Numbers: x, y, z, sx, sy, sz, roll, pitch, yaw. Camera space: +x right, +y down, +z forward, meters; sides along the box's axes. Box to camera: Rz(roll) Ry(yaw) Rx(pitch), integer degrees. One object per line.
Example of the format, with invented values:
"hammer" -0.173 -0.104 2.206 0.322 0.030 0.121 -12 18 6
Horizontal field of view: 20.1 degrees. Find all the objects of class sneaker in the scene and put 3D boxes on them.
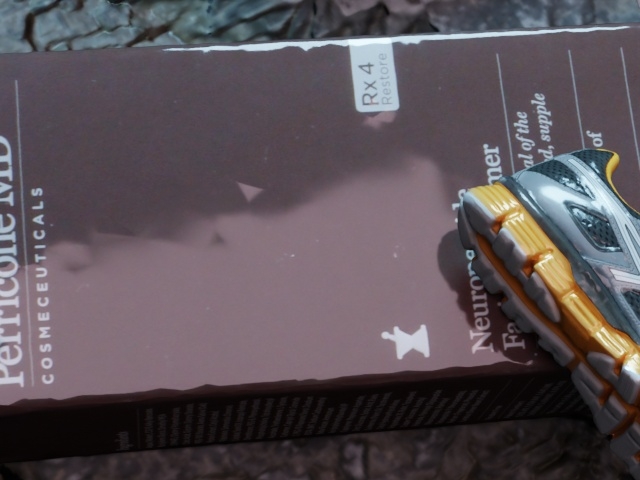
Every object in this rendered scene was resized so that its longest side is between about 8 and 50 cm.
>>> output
"sneaker" 0.157 0.044 0.845 0.083 0.084 0.215 -32 79 -19

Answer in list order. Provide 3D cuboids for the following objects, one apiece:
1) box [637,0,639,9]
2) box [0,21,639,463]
"box" 0.303 -0.030 0.963 0.154 0.142 0.300 2 66 -48
"box" 0.000 0.000 0.955 0.381 0.143 0.191 -5 73 -6
